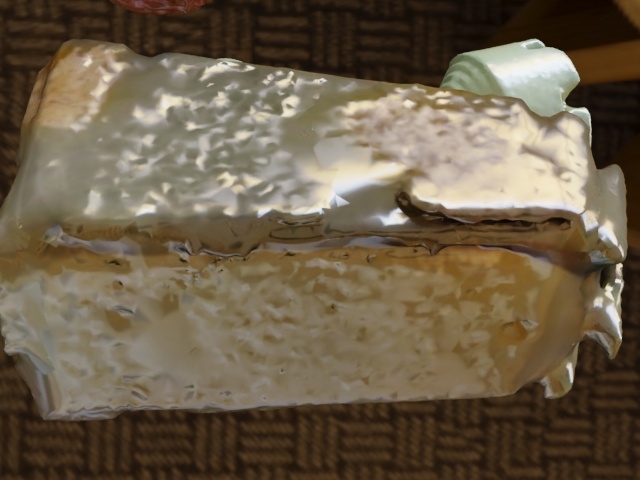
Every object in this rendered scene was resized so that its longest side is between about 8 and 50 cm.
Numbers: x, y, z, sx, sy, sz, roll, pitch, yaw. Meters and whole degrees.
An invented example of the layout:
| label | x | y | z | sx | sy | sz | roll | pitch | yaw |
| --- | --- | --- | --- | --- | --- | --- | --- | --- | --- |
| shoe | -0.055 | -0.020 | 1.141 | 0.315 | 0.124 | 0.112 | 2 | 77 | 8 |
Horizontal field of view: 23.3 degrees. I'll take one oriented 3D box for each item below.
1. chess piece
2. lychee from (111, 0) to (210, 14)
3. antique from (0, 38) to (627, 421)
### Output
| label | x | y | z | sx | sy | sz | roll | pitch | yaw |
| --- | --- | --- | --- | --- | --- | --- | --- | --- | --- |
| chess piece | 0.045 | -0.062 | 1.160 | 0.299 | 0.194 | 0.195 | -15 | 101 | -17 |
| lychee | -0.089 | -0.176 | 0.813 | 0.114 | 0.140 | 0.101 | -3 | 126 | -30 |
| antique | 0.000 | 0.000 | 0.730 | 0.284 | 0.150 | 0.125 | 3 | 133 | 5 |
